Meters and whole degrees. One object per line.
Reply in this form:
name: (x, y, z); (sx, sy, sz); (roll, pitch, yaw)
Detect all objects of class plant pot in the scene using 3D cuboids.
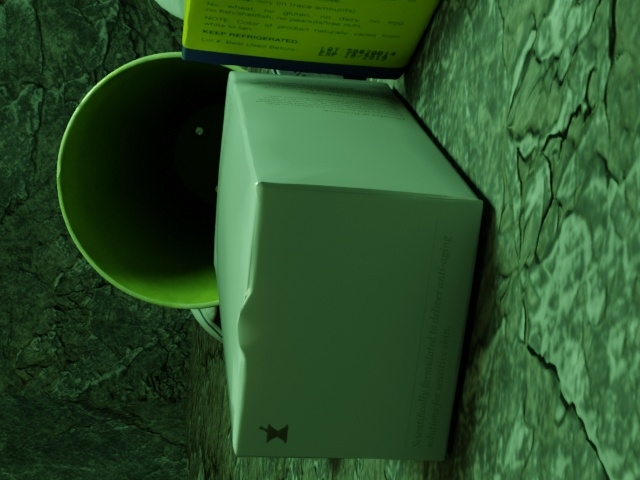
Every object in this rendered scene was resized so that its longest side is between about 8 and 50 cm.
plant pot: (-0.131, -0.084, 1.442); (0.293, 0.274, 0.275); (-59, -25, -79)

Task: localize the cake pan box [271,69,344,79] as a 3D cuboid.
cake pan box: (-0.056, -0.255, 1.304); (0.267, 0.070, 0.246); (63, -176, -25)

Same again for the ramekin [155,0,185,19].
ramekin: (-0.126, -0.413, 1.609); (0.135, 0.277, 0.277); (95, 176, -68)

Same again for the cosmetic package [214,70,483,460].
cosmetic package: (0.000, 0.000, 0.952); (0.365, 0.155, 0.197); (-111, 26, -68)

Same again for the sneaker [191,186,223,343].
sneaker: (-0.136, 0.039, 1.796); (0.321, 0.127, 0.126); (57, -144, -36)

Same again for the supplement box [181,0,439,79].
supplement box: (0.008, -0.291, 0.914); (0.356, 0.194, 0.195); (118, 155, -68)
